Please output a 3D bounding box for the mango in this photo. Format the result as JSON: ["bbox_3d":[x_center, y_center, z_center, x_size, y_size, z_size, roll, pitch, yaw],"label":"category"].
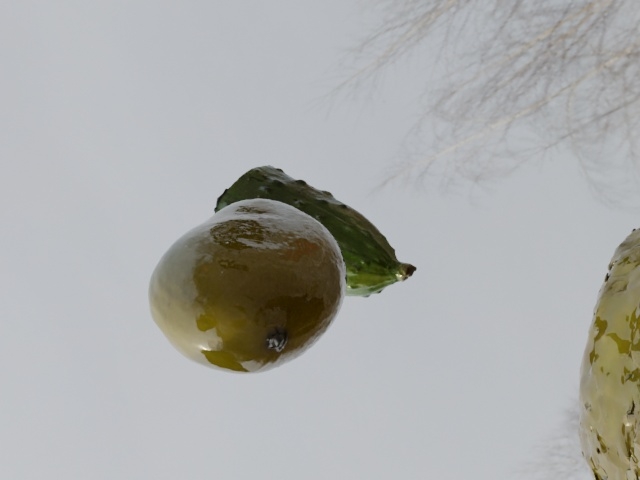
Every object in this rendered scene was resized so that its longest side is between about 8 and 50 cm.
[{"bbox_3d":[-0.045,0.024,0.578,0.237,0.137,0.091,-58,-23,-65],"label":"mango"}]

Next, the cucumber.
[{"bbox_3d":[0.000,0.003,0.875,0.134,0.245,0.134,-35,-44,-43],"label":"cucumber"}]

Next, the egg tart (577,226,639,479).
[{"bbox_3d":[0.318,0.115,0.578,0.443,0.178,0.442,0,-89,-46],"label":"egg tart"}]
